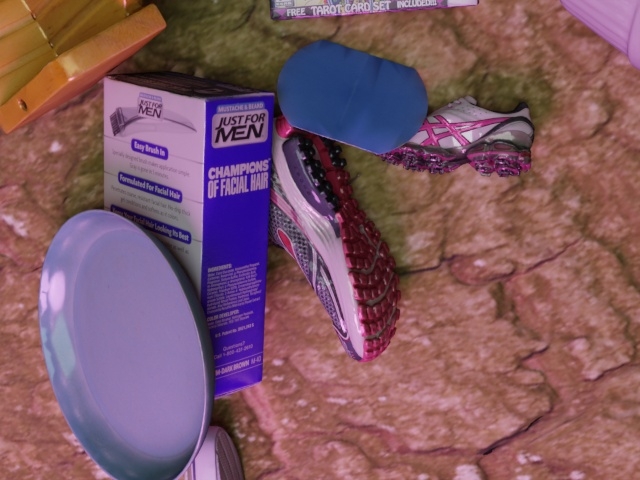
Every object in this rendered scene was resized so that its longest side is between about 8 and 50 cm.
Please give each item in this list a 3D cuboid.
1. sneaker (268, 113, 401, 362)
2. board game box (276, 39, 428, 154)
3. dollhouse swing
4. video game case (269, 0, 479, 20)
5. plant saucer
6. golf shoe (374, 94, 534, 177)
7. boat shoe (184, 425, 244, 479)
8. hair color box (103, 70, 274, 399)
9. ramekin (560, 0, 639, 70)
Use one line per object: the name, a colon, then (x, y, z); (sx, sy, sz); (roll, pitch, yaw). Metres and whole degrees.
sneaker: (0.000, 0.000, 1.210); (0.112, 0.121, 0.299); (-23, 90, 29)
board game box: (0.033, -0.152, 1.173); (0.169, 0.133, 0.033); (18, 148, 4)
dollhouse swing: (-0.417, -0.268, 1.074); (0.315, 0.305, 0.346); (-18, 105, 55)
video game case: (0.052, -0.352, 1.137); (0.232, 0.042, 0.210); (-2, 104, 9)
plant saucer: (-0.214, 0.120, 1.171); (0.318, 0.044, 0.317); (12, 107, 43)
golf shoe: (0.147, -0.120, 1.184); (0.186, 0.067, 0.086); (4, 74, 12)
boat shoe: (-0.146, 0.378, 1.336); (0.094, 0.109, 0.302); (-2, 108, 11)
hair color box: (-0.154, -0.011, 1.187); (0.185, 0.110, 0.338); (19, 114, 42)
ramekin: (0.332, -0.305, 1.001); (0.127, 0.273, 0.273); (33, 109, 22)
